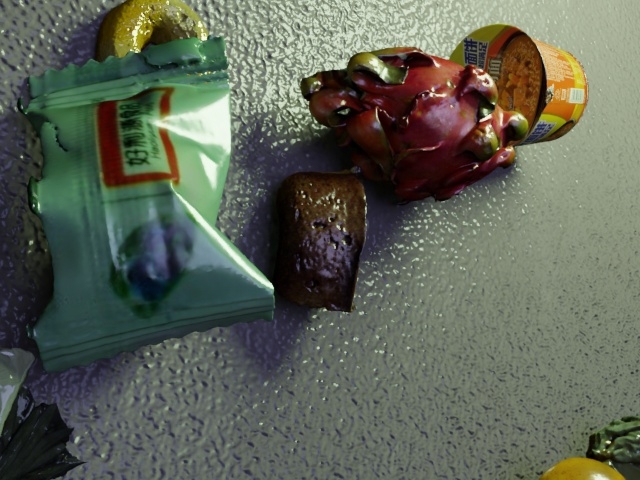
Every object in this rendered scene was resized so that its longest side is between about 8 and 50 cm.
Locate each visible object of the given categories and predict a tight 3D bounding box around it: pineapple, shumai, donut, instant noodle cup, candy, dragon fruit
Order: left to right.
[{"bbox_3d":[-0.368,0.284,0.859,0.130,0.119,0.277,23,53,23],"label":"pineapple"},{"bbox_3d":[-0.209,-0.068,0.972,0.262,0.172,0.398,-5,58,-14],"label":"candy"},{"bbox_3d":[-0.215,-0.250,1.123,0.162,0.065,0.178,3,77,-32],"label":"donut"},{"bbox_3d":[0.002,-0.010,1.167,0.126,0.144,0.187,5,101,-12],"label":"donut"},{"bbox_3d":[0.140,-0.172,1.242,0.307,0.227,0.243,-20,84,-33],"label":"dragon fruit"},{"bbox_3d":[0.336,-0.248,1.414,0.174,0.213,0.213,-4,80,-42],"label":"instant noodle cup"},{"bbox_3d":[0.523,0.379,1.377,0.184,0.184,0.142,39,66,-19],"label":"shumai"}]

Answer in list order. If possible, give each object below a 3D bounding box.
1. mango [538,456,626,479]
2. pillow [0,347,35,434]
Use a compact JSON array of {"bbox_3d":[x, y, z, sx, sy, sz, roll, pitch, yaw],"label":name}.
[{"bbox_3d":[0.411,0.473,1.266,0.290,0.191,0.160,62,31,2],"label":"mango"},{"bbox_3d":[-0.453,0.186,0.788,0.280,0.076,0.274,18,58,-3],"label":"pillow"}]
